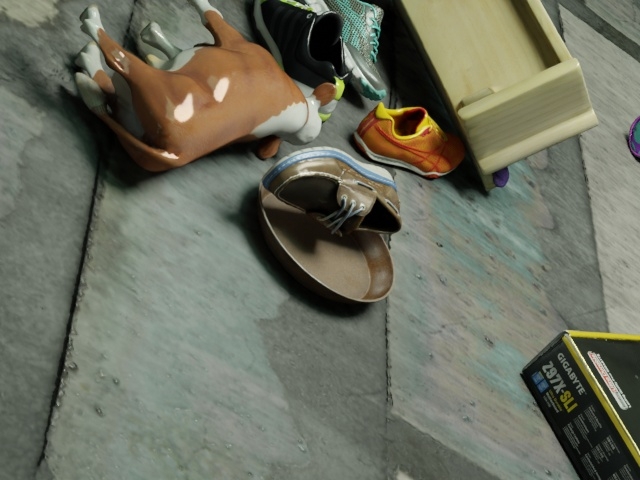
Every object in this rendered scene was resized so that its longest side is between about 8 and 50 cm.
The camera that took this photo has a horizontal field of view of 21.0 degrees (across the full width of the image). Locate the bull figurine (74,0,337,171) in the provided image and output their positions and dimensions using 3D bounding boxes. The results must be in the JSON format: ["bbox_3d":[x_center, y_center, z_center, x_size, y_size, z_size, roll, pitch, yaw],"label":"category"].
[{"bbox_3d":[-0.113,-0.151,1.664,0.188,0.101,0.310,46,27,9],"label":"bull figurine"}]

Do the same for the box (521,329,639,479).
[{"bbox_3d":[0.380,0.247,1.805,0.257,0.079,0.322,9,45,-49],"label":"box"}]

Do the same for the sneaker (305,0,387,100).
[{"bbox_3d":[0.043,-0.236,1.969,0.166,0.076,0.065,61,0,21],"label":"sneaker"}]

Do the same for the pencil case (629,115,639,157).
[{"bbox_3d":[0.502,-0.129,2.438,0.151,0.064,0.070,18,14,-38],"label":"pencil case"}]

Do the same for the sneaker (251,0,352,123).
[{"bbox_3d":[-0.007,-0.219,1.880,0.084,0.097,0.235,23,36,-35],"label":"sneaker"}]

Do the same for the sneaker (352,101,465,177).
[{"bbox_3d":[0.113,-0.114,1.931,0.175,0.067,0.064,5,46,-51],"label":"sneaker"}]

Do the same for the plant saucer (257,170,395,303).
[{"bbox_3d":[0.000,0.000,1.686,0.168,0.029,0.168,31,33,-23],"label":"plant saucer"}]

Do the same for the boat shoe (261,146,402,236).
[{"bbox_3d":[0.021,-0.043,1.669,0.183,0.066,0.066,6,49,-48],"label":"boat shoe"}]

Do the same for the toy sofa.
[{"bbox_3d":[0.188,-0.249,2.039,0.177,0.150,0.363,61,6,-55],"label":"toy sofa"}]
